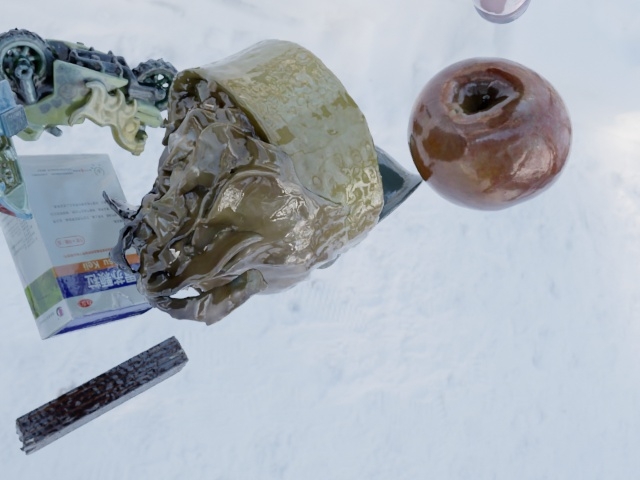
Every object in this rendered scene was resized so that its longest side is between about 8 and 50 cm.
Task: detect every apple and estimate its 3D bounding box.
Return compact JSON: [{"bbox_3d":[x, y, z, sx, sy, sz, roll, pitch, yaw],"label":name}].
[{"bbox_3d":[0.263,-0.157,1.158,0.253,0.253,0.254,8,78,-43],"label":"apple"}]

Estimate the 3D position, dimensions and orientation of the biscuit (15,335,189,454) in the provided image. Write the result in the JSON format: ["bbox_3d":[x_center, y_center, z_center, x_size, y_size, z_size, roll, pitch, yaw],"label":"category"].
[{"bbox_3d":[-0.469,0.331,1.605,0.388,0.107,0.073,-28,79,-30],"label":"biscuit"}]

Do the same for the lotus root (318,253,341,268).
[{"bbox_3d":[0.003,0.000,1.666,0.081,0.112,0.122,-95,-173,-58],"label":"lotus root"}]

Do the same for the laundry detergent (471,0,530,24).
[{"bbox_3d":[0.230,-0.346,0.887,0.159,0.088,0.335,-58,173,4],"label":"laundry detergent"}]

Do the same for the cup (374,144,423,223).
[{"bbox_3d":[0.060,-0.102,1.290,0.150,0.199,0.199,50,51,-4],"label":"cup"}]

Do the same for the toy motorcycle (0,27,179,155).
[{"bbox_3d":[-0.499,-0.306,1.577,0.410,0.237,0.169,3,39,-36],"label":"toy motorcycle"}]

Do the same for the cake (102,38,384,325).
[{"bbox_3d":[-0.127,-0.062,0.962,0.321,0.332,0.332,-32,107,-27],"label":"cake"}]

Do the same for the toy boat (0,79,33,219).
[{"bbox_3d":[-0.357,-0.102,0.825,0.069,0.058,0.173,-78,163,-67],"label":"toy boat"}]

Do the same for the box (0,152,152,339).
[{"bbox_3d":[-0.423,0.001,1.287,0.200,0.106,0.299,-11,73,-53],"label":"box"}]
